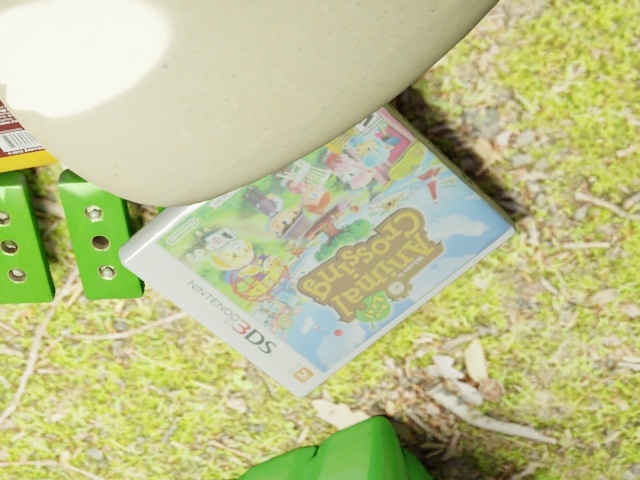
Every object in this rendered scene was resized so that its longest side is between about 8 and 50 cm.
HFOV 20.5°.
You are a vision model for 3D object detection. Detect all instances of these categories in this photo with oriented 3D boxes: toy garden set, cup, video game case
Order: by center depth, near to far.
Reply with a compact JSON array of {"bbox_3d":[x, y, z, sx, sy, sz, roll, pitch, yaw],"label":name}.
[{"bbox_3d":[-0.013,-0.201,0.914,0.237,0.331,0.331,-12,126,32],"label":"cup"},{"bbox_3d":[0.000,0.000,1.246,0.212,0.023,0.193,-39,124,17],"label":"video game case"},{"bbox_3d":[-0.194,-0.049,1.253,0.244,0.049,0.204,-2,128,8],"label":"toy garden set"}]

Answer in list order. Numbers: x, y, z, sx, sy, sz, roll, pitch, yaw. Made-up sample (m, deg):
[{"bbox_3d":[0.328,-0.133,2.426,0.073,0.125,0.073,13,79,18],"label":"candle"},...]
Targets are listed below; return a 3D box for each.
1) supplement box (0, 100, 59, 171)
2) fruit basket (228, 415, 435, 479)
[{"bbox_3d":[-0.189,-0.147,1.081,0.191,0.129,0.194,-9,154,11],"label":"supplement box"},{"bbox_3d":[-0.051,0.339,1.328,0.392,0.392,0.283,-25,120,21],"label":"fruit basket"}]
